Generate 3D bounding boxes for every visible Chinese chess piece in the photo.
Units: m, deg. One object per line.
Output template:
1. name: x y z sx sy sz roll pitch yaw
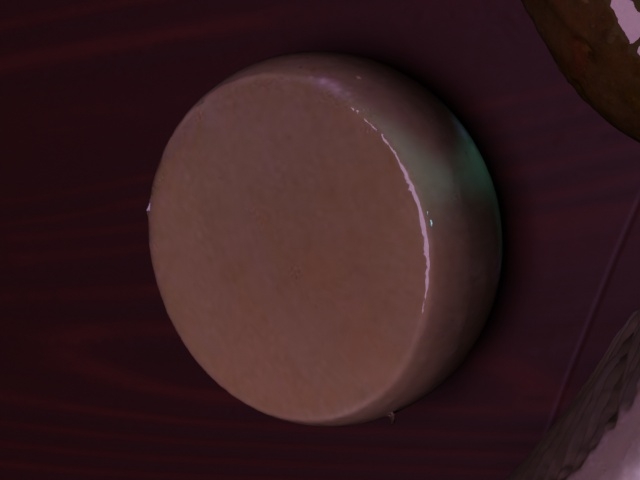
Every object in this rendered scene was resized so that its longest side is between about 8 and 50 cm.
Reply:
1. Chinese chess piece: 0.000 0.000 1.164 0.273 0.102 0.273 8 104 34

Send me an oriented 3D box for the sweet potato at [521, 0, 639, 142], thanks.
1. sweet potato: 0.151 -0.227 0.984 0.130 0.130 0.423 -29 82 37

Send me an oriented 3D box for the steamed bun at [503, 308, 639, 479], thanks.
1. steamed bun: 0.236 0.163 0.947 0.236 0.247 0.383 41 117 8
